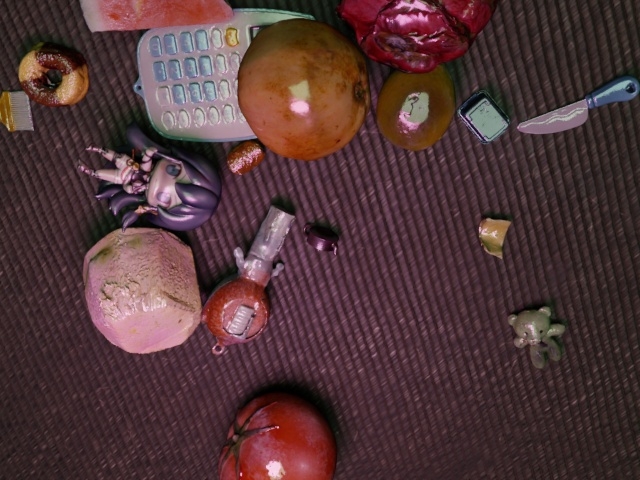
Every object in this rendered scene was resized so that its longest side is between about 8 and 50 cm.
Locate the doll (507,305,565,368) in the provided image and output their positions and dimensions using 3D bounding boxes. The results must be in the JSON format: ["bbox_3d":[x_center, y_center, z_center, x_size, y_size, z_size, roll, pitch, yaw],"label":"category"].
[{"bbox_3d":[0.475,0.213,1.681,0.115,0.077,0.150,-23,116,20],"label":"doll"}]

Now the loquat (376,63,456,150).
[{"bbox_3d":[0.188,-0.269,1.510,0.152,0.152,0.195,19,115,-3],"label":"loquat"}]

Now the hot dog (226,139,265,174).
[{"bbox_3d":[-0.155,-0.173,1.610,0.083,0.035,0.058,-34,102,12],"label":"hot dog"}]

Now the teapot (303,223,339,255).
[{"bbox_3d":[0.000,0.000,1.640,0.100,0.068,0.045,32,112,30],"label":"teapot"}]

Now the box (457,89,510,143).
[{"bbox_3d":[0.330,-0.244,1.555,0.074,0.054,0.099,-41,100,11],"label":"box"}]

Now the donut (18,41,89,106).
[{"bbox_3d":[-0.543,-0.334,1.571,0.140,0.059,0.140,2,109,4],"label":"donut"}]

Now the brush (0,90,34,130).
[{"bbox_3d":[-0.703,-0.267,1.622,0.205,0.011,0.083,-2,107,4],"label":"brush"}]

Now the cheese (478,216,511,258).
[{"bbox_3d":[0.362,-0.005,1.633,0.060,0.041,0.084,6,92,-7],"label":"cheese"}]

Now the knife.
[{"bbox_3d":[0.519,-0.260,1.558,0.244,0.032,0.058,-25,113,14],"label":"knife"}]

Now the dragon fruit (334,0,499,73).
[{"bbox_3d":[0.171,-0.458,1.369,0.329,0.329,0.329,1,107,3],"label":"dragon fruit"}]

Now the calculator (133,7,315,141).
[{"bbox_3d":[-0.188,-0.328,1.557,0.386,0.054,0.256,-6,107,6],"label":"calculator"}]

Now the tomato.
[{"bbox_3d":[-0.085,0.468,1.688,0.265,0.265,0.265,1,107,3],"label":"tomato"}]

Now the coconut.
[{"bbox_3d":[-0.369,0.086,1.602,0.233,0.245,0.233,-14,145,-10],"label":"coconut"}]

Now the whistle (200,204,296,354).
[{"bbox_3d":[-0.149,0.091,1.647,0.142,0.134,0.346,25,98,-10],"label":"whistle"}]

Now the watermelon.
[{"bbox_3d":[-0.321,-0.486,1.399,0.292,0.250,0.283,31,115,11],"label":"watermelon"}]

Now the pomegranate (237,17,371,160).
[{"bbox_3d":[-0.045,-0.270,1.420,0.270,0.229,0.252,4,146,35],"label":"pomegranate"}]

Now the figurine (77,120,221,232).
[{"bbox_3d":[-0.328,-0.119,1.552,0.265,0.197,0.175,31,112,3],"label":"figurine"}]
